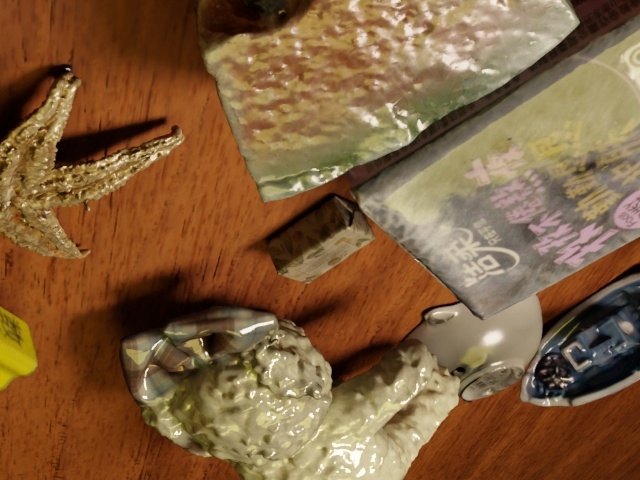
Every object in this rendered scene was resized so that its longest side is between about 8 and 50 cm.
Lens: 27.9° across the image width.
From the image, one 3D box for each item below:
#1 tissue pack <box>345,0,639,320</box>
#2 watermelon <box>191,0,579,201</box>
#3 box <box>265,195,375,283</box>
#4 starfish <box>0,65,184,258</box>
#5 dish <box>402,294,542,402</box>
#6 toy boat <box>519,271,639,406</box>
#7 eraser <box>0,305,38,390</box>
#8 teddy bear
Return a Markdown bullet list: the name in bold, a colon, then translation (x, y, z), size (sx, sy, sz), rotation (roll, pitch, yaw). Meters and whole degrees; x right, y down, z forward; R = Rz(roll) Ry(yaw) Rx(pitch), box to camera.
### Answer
- **tissue pack**: translation (0.226, -0.092, 1.161), size (0.361, 0.122, 0.259), rotation (-31, 134, 19)
- **watermelon**: translation (0.036, -0.157, 0.915), size (0.264, 0.151, 0.302), rotation (-28, 153, 12)
- **box**: translation (0.000, 0.000, 1.293), size (0.098, 0.045, 0.062), rotation (-36, 151, 23)
- **starfish**: translation (-0.227, -0.044, 1.040), size (0.231, 0.048, 0.295), rotation (-28, 154, 12)
- **dish**: translation (0.197, 0.156, 1.680), size (0.228, 0.086, 0.236), rotation (-17, 152, -10)
- **toy boat**: translation (0.391, 0.134, 1.734), size (0.309, 0.129, 0.142), rotation (-39, 163, 26)
- **eraser**: translation (-0.374, 0.094, 1.157), size (0.158, 0.069, 0.226), rotation (-27, 153, 6)
- **teddy bear**: translation (-0.034, 0.145, 1.459), size (0.327, 0.362, 0.375), rotation (-17, -157, 29)
